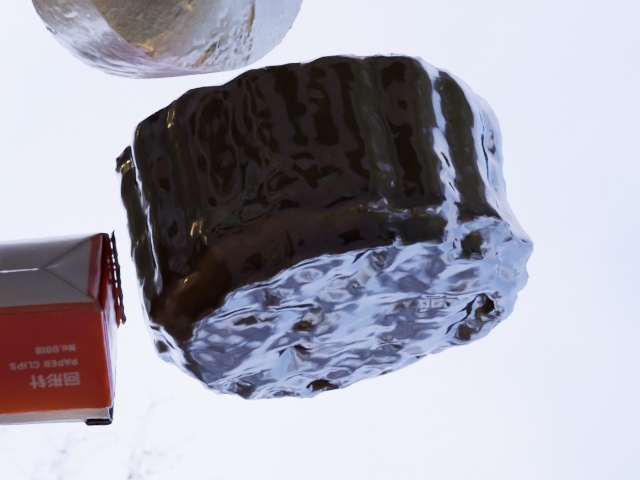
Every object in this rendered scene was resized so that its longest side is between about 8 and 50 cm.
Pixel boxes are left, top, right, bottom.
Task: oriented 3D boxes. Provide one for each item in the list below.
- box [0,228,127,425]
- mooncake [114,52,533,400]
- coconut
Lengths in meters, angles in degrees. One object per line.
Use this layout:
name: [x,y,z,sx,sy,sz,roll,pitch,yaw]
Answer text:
box: [-0.235,0.067,1.171,0.182,0.099,0.133,-5,-154,-4]
mooncake: [0.001,-0.001,1.298,0.324,0.324,0.187,-23,-118,20]
coconut: [-0.079,-0.159,0.876,0.152,0.147,0.147,-2,-112,61]
